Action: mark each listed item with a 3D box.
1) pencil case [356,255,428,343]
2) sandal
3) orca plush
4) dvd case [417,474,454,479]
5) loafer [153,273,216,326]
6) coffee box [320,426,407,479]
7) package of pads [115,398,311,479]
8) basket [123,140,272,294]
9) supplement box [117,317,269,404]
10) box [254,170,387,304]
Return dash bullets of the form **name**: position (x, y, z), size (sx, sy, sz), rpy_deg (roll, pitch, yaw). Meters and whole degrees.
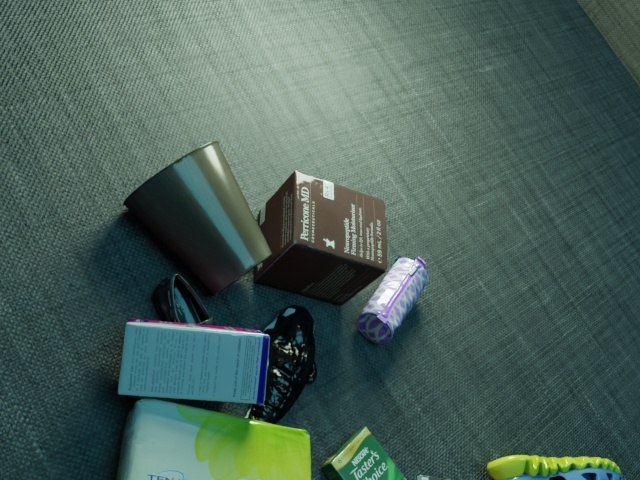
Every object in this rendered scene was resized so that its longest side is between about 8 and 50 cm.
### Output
- **pencil case**: position (0.152, 0.119, 1.534), size (0.086, 0.088, 0.206), rpy_deg (41, 49, -4)
- **sandal**: position (0.478, 0.506, 1.506), size (0.317, 0.126, 0.138), rpy_deg (6, 63, -22)
- **orca plush**: position (-0.070, 0.217, 1.313), size (0.151, 0.102, 0.287), rpy_deg (44, 48, -3)
- **dvd case**: position (0.236, 0.493, 1.412), size (0.119, 0.013, 0.087), rpy_deg (17, 55, -27)
- **loafer**: position (-0.211, 0.159, 1.270), size (0.076, 0.078, 0.223), rpy_deg (-22, 77, -40)
- **coffee box**: position (0.095, 0.438, 1.331), size (0.113, 0.040, 0.184), rpy_deg (-33, 84, -42)
- **package of pads**: position (-0.157, 0.370, 1.124), size (0.296, 0.101, 0.229), rpy_deg (16, 42, -19)
- **basket**: position (-0.201, -0.031, 1.346), size (0.204, 0.154, 0.227), rpy_deg (-36, 91, -17)
- **supplement box**: position (-0.200, 0.189, 1.179), size (0.220, 0.111, 0.114), rpy_deg (5, 87, -13)
- **box**: position (0.000, 0.000, 1.449), size (0.203, 0.167, 0.168), rpy_deg (17, 55, -25)
